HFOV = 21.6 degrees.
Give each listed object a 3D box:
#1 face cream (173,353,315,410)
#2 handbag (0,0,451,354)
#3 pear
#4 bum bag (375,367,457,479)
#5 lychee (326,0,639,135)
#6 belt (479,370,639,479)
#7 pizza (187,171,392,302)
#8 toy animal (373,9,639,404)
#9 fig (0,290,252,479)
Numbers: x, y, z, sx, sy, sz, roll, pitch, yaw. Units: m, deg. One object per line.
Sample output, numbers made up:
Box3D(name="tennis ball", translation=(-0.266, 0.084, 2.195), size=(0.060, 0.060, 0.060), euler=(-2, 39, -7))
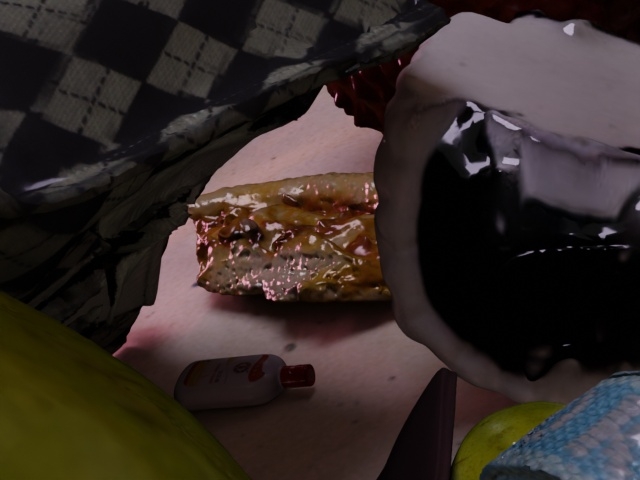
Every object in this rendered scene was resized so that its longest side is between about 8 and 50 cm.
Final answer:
Box3D(name="face cream", translation=(-0.043, 0.081, 0.975), size=(0.083, 0.021, 0.040), euler=(-7, 29, 24))
Box3D(name="handbag", translation=(-0.152, -0.008, 0.873), size=(0.317, 0.180, 0.416), euler=(-30, -13, -43))
Box3D(name="pear", translation=(0.095, 0.111, 0.741), size=(0.092, 0.092, 0.097), euler=(-27, 27, -15))
Box3D(name="bum bag", translation=(0.027, 0.131, 0.742), size=(0.026, 0.109, 0.159), euler=(24, 28, -5))
Box3D(name="lychee", translation=(0.111, -0.177, 1.128), size=(0.264, 0.300, 0.264), euler=(-50, 22, 30))
Box3D(name="belt", translation=(0.136, 0.128, 0.604), size=(0.082, 0.163, 0.147), euler=(-30, 0, -18))
Box3D(name="pizza", translation=(0.002, -0.003, 1.071), size=(0.134, 0.056, 0.271), euler=(-26, 24, -31))
Box3D(name="toy animal", translation=(0.132, -0.018, 0.887), size=(0.208, 0.156, 0.204), euler=(16, 32, 6))
Box3D(name="fig", translation=(-0.157, 0.165, 0.561), size=(0.343, 0.343, 0.343), euler=(-16, 25, 8))
